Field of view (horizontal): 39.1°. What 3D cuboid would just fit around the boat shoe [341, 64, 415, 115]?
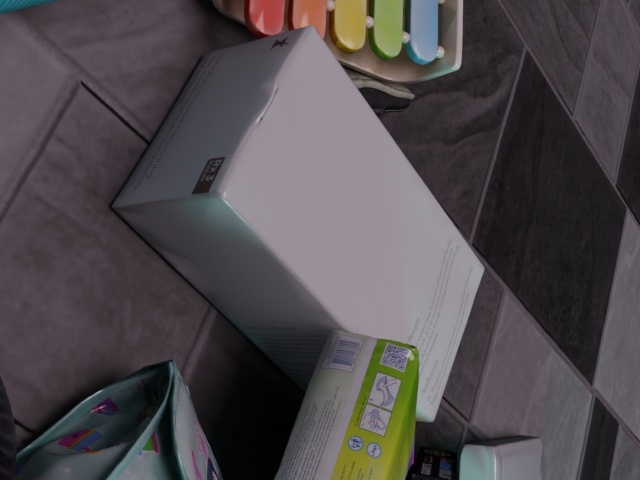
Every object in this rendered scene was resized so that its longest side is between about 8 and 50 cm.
[{"bbox_3d":[0.032,-0.168,1.057,0.233,0.084,0.079,-12,134,-57],"label":"boat shoe"}]

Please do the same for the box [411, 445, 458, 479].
[{"bbox_3d":[0.118,0.335,1.013,0.220,0.051,0.175,28,72,-81],"label":"box"}]

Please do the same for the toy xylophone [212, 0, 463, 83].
[{"bbox_3d":[0.013,-0.296,0.974,0.323,0.081,0.236,6,73,-35],"label":"toy xylophone"}]

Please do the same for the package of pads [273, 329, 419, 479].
[{"bbox_3d":[0.022,0.255,0.876,0.296,0.101,0.229,83,24,-55],"label":"package of pads"}]

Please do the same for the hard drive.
[{"bbox_3d":[0.241,0.379,1.178,0.353,0.047,0.233,24,67,-66],"label":"hard drive"}]

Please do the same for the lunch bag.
[{"bbox_3d":[-0.154,0.251,0.717,0.262,0.160,0.223,-45,122,-50],"label":"lunch bag"}]

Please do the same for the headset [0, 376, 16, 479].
[{"bbox_3d":[-0.301,0.110,0.473,0.243,0.185,0.394,58,22,0],"label":"headset"}]

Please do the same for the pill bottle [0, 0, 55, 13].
[{"bbox_3d":[-0.248,-0.239,0.658,0.264,0.146,0.146,-33,111,-47],"label":"pill bottle"}]

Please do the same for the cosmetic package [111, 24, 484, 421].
[{"bbox_3d":[0.000,0.000,0.928,0.385,0.156,0.217,50,51,-33],"label":"cosmetic package"}]
